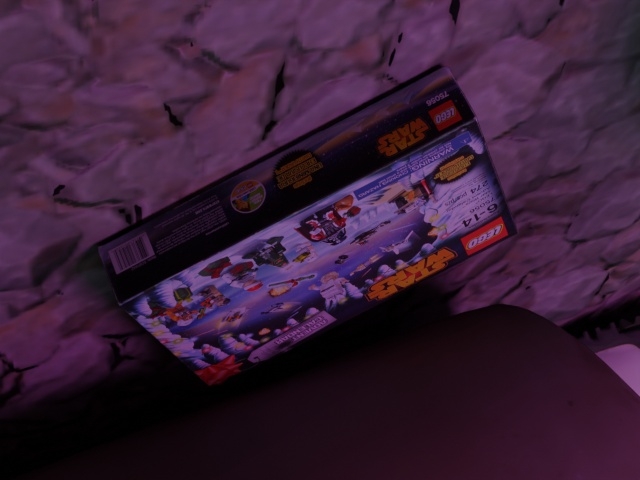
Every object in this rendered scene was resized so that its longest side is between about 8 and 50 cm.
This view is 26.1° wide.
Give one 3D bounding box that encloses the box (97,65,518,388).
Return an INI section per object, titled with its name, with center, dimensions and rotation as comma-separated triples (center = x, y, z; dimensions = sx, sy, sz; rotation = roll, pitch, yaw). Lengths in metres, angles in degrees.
[box]
center = 0.000, 0.000, 0.504
dimensions = 0.137, 0.027, 0.094
rotation = -28, 152, 4

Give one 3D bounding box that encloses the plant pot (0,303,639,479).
[plant pot]
center = 0.014, 0.176, 0.552
dimensions = 0.280, 0.323, 0.323
rotation = -34, 152, -12

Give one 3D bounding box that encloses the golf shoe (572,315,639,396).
[golf shoe]
center = 0.111, 0.141, 0.726
dimensions = 0.273, 0.120, 0.105
rotation = -37, 147, 18
